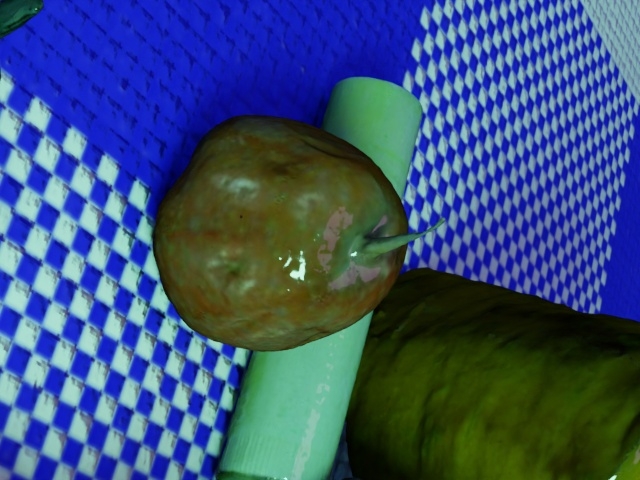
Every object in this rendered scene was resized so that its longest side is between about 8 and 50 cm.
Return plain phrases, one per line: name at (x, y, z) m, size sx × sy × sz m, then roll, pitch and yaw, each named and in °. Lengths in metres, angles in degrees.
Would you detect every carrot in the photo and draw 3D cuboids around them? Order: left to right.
carrot at (0.158, 0.160, 0.910) m, size 0.241 × 0.341 × 0.241 m, roll -5°, pitch 99°, yaw -30°

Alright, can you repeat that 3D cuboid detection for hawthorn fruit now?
hawthorn fruit at (-0.014, 0.009, 0.762) m, size 0.149 × 0.189 × 0.149 m, roll -29°, pitch 138°, yaw -29°

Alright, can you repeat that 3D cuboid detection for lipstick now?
lipstick at (0.003, 0.033, 0.874) m, size 0.076 × 0.076 × 0.304 m, roll 42°, pitch 57°, yaw -50°

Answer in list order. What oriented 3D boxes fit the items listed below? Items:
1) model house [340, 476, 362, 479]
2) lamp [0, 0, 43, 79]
model house at (0.071, 0.309, 0.755) m, size 0.249 × 0.230 × 0.280 m, roll -101°, pitch -172°, yaw -69°
lamp at (-0.208, -0.006, 0.476) m, size 0.209 × 0.147 × 0.284 m, roll 48°, pitch 55°, yaw -49°
